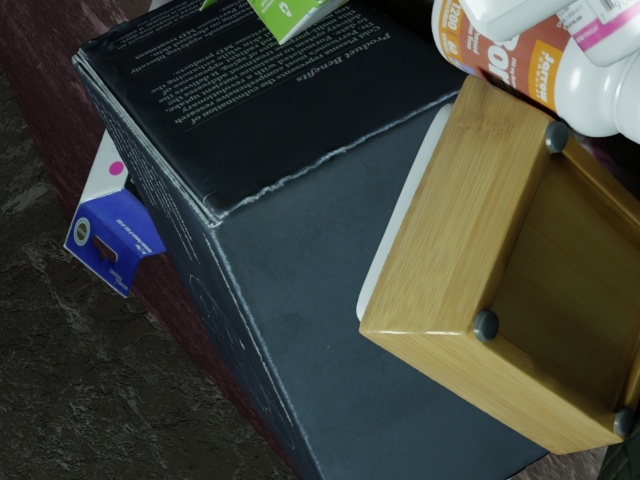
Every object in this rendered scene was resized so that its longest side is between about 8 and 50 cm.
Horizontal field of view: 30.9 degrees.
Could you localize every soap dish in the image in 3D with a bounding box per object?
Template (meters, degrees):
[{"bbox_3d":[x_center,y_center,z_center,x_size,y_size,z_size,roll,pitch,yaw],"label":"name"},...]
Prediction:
[{"bbox_3d":[0.183,0.033,0.972,0.291,0.228,0.118,34,164,-38],"label":"soap dish"}]

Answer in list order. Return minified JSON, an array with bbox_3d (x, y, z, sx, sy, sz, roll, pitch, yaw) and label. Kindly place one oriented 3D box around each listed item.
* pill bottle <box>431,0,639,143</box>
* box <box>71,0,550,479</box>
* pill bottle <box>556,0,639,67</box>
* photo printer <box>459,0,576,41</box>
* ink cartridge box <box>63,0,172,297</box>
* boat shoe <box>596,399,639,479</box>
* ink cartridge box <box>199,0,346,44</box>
[{"bbox_3d":[0.200,-0.156,0.915,0.216,0.121,0.121,38,155,41],"label":"pill bottle"},{"bbox_3d":[0.000,0.000,1.287,0.472,0.297,0.479,49,164,53],"label":"box"},{"bbox_3d":[0.167,-0.269,0.745,0.283,0.160,0.160,56,161,-1],"label":"pill bottle"},{"bbox_3d":[0.160,-0.286,0.594,0.256,0.308,0.107,61,-155,-3],"label":"photo printer"},{"bbox_3d":[-0.216,-0.121,1.527,0.069,0.370,0.175,9,159,23],"label":"ink cartridge box"},{"bbox_3d":[0.313,0.197,0.962,0.120,0.122,0.324,23,164,5],"label":"boat shoe"},{"bbox_3d":[0.007,-0.267,1.088,0.097,0.189,0.255,54,162,-3],"label":"ink cartridge box"}]
